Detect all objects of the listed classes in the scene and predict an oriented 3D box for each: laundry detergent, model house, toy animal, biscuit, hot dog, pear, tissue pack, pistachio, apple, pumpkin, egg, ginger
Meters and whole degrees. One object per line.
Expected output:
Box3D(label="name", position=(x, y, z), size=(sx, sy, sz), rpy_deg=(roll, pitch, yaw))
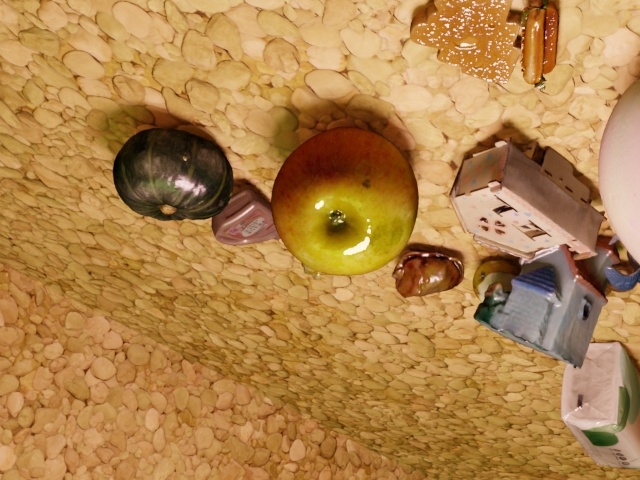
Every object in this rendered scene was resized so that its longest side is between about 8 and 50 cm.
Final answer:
Box3D(label="laundry detergent", position=(-0.196, -0.040, 2.127), size=(0.171, 0.076, 0.237), rpy_deg=(-31, 152, 8))
Box3D(label="model house", position=(0.554, 0.103, 1.874), size=(0.251, 0.329, 0.294), rpy_deg=(27, 178, 44))
Box3D(label="toy animal", position=(0.744, 0.035, 1.775), size=(0.176, 0.239, 0.255), rpy_deg=(51, 175, 13))
Box3D(label="biscuit", position=(0.287, -0.379, 1.446), size=(0.212, 0.041, 0.238), rpy_deg=(-18, 136, 35))
Box3D(label="hot dog", position=(0.392, -0.354, 1.413), size=(0.055, 0.072, 0.188), rpy_deg=(40, 159, 33))
Box3D(label="pear", position=(0.473, 0.104, 2.074), size=(0.140, 0.104, 0.141), rpy_deg=(3, 127, 4))
Box3D(label="tissue pack", position=(0.866, 0.498, 2.356), size=(0.193, 0.266, 0.356), rpy_deg=(-7, 143, 35))
Box3D(label="pistachio", position=(0.289, 0.091, 2.119), size=(0.210, 0.131, 0.165), rpy_deg=(-15, 135, 29))
Box3D(label="apple", position=(0.053, -0.079, 1.747), size=(0.339, 0.340, 0.340), rpy_deg=(12, 149, 8))
Box3D(label="model house", position=(0.438, -0.083, 1.750), size=(0.326, 0.169, 0.244), rpy_deg=(32, 153, -20))
Box3D(label="pumpkin", position=(-0.364, -0.163, 1.957), size=(0.299, 0.208, 0.300), rpy_deg=(5, 156, 2))
Box3D(label="egg", position=(0.651, -0.146, 1.365), size=(0.354, 0.355, 0.340), rpy_deg=(-16, 121, 42))
Box3D(label="ginger", position=(0.746, 0.104, 1.979), size=(0.096, 0.067, 0.165), rpy_deg=(11, 162, 11))

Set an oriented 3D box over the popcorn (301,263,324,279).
Box3D(label="popcorn", position=(-0.001, 0.001, 2.092), size=(0.188, 0.167, 0.185), rpy_deg=(61, 165, -6))
